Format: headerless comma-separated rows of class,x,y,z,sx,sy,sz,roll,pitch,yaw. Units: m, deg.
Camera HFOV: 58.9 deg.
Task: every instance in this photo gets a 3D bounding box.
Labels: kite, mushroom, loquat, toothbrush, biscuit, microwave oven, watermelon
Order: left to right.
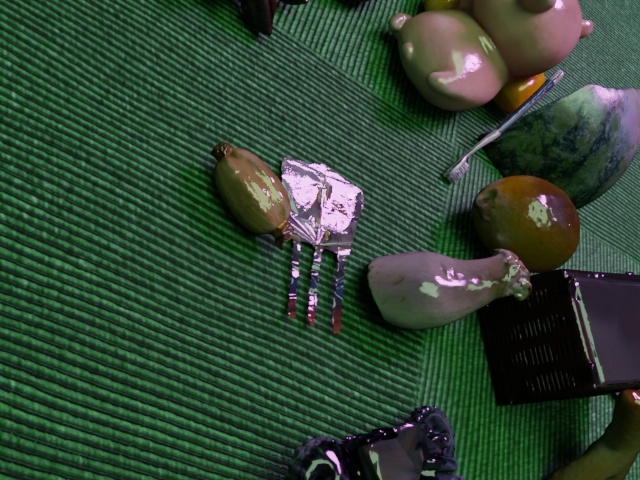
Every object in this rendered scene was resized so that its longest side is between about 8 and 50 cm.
kite,-0.001,0.001,0.758,0.141,0.015,0.245,18,58,-24
mushroom,0.175,0.060,0.767,0.225,0.093,0.116,-5,58,1
toothbrush,0.315,-0.196,0.961,0.288,0.024,0.026,-42,102,-10
loquat,0.320,-0.028,0.897,0.195,0.152,0.152,28,57,-29
watermelon,0.466,-0.184,1.038,0.256,0.260,0.176,42,39,-31
microwave oven,0.387,0.139,0.846,0.247,0.178,0.188,6,69,-31
biscuit,0.425,0.287,0.799,0.164,0.208,0.047,4,33,-33

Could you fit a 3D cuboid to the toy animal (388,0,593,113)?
toy animal,0.296,-0.382,0.967,0.345,0.247,0.278,-10,75,-35

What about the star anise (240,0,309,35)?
star anise,-0.127,-0.423,0.801,0.282,0.129,0.213,20,66,-34

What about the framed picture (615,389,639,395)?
framed picture,0.626,0.247,1.051,0.216,0.016,0.273,51,53,-5

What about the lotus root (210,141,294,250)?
lotus root,-0.081,-0.056,0.702,0.073,0.062,0.150,-37,91,-30

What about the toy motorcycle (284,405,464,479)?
toy motorcycle,0.075,0.280,0.632,0.270,0.106,0.159,4,71,-43
